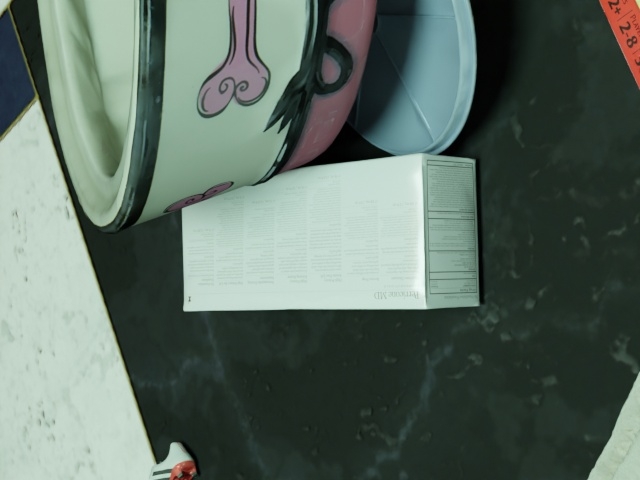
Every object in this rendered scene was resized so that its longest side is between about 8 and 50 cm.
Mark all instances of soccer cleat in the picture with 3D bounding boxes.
[{"bbox_3d":[-0.128,0.198,1.054,0.083,0.029,0.035,-55,46,26],"label":"soccer cleat"}]

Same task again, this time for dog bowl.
[{"bbox_3d":[-0.088,-0.213,0.837,0.408,0.150,0.408,175,90,-71],"label":"dog bowl"}]

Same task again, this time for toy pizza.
[{"bbox_3d":[0.042,-0.150,0.844,0.201,0.032,0.201,42,145,40],"label":"toy pizza"}]

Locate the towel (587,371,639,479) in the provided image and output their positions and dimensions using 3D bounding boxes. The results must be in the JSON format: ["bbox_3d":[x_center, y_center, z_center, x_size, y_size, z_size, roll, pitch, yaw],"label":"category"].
[{"bbox_3d":[0.237,0.174,0.576,0.282,0.049,0.187,43,143,28],"label":"towel"}]

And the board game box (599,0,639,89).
[{"bbox_3d":[0.242,-0.144,0.670,0.193,0.045,0.146,-36,66,39],"label":"board game box"}]

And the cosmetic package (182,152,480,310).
[{"bbox_3d":[0.000,0.000,0.901,0.239,0.060,0.098,-3,86,45],"label":"cosmetic package"}]
